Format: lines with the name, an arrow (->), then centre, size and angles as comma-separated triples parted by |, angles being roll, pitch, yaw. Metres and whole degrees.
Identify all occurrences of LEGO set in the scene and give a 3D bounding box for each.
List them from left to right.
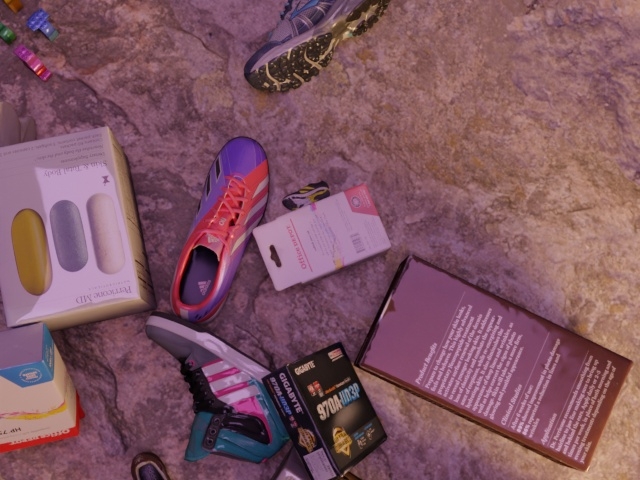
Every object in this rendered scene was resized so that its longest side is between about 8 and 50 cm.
LEGO set -> -0.516, -0.376, 1.614 | 0.227, 0.093, 0.087 | 40, 82, 4

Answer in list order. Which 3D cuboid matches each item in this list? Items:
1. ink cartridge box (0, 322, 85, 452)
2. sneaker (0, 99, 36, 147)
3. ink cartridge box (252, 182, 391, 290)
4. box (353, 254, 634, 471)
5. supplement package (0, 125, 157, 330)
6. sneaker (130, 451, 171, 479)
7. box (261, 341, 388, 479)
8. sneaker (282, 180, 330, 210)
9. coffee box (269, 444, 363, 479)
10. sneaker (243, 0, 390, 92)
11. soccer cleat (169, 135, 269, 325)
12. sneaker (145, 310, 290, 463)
ink cartridge box -> -0.439, 0.235, 1.458 | 0.134, 0.231, 0.078 | -12, 44, -3
sneaker -> -0.511, -0.169, 1.525 | 0.094, 0.212, 0.080 | 1, 88, -1
ink cartridge box -> 0.000, 0.000, 1.591 | 0.198, 0.067, 0.115 | -21, 82, -7
box -> 0.262, 0.192, 1.537 | 0.381, 0.143, 0.191 | 26, 82, 0
supplement package -> -0.381, -0.008, 1.510 | 0.199, 0.198, 0.263 | -12, 82, -4
sneaker -> -0.239, 0.414, 1.516 | 0.066, 0.071, 0.188 | -33, 83, -7
box -> 0.011, 0.254, 1.478 | 0.051, 0.220, 0.175 | -29, 82, 21
sneaker -> -0.022, -0.074, 1.622 | 0.083, 0.035, 0.031 | -13, 124, 12
coffee box -> 0.050, 0.441, 1.465 | 0.297, 0.168, 0.119 | 33, 96, 3
sneaker -> -0.022, -0.358, 1.641 | 0.283, 0.110, 0.122 | -38, 67, -10
soccer cleat -> -0.157, -0.020, 1.562 | 0.108, 0.116, 0.318 | 19, 81, 1
sneaker -> -0.177, 0.251, 1.523 | 0.295, 0.124, 0.178 | 32, 72, 2
